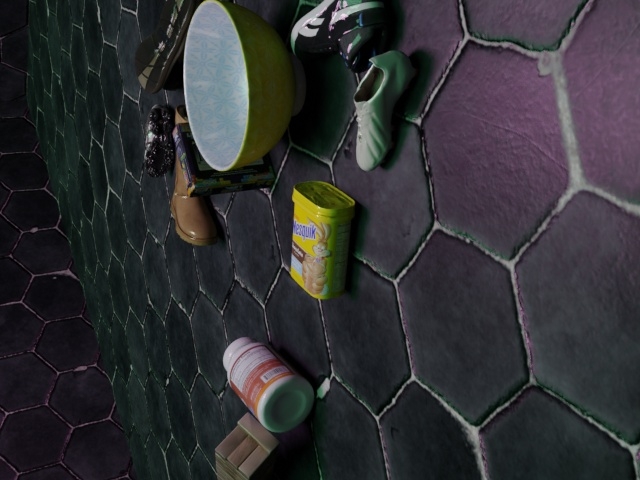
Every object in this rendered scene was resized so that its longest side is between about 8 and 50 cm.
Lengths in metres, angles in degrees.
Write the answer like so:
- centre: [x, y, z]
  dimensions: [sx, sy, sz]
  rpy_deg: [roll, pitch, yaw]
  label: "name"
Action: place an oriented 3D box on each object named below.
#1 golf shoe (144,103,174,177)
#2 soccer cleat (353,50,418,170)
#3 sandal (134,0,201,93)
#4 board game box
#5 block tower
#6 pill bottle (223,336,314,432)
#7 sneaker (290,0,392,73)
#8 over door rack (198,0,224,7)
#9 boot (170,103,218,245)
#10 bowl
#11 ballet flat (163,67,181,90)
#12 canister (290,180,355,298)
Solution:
- centre: [-0.430, -0.266, 1.936]
  dimensions: [0.094, 0.077, 0.198]
  rpy_deg: [-128, 46, -58]
  label: "golf shoe"
- centre: [0.075, -0.184, 1.046]
  dimensions: [0.068, 0.076, 0.196]
  rpy_deg: [56, 143, 37]
  label: "soccer cleat"
- centre: [-0.347, -0.461, 1.720]
  dimensions: [0.303, 0.086, 0.120]
  rpy_deg: [-45, 67, 36]
  label: "sandal"
- centre: [-0.190, -0.165, 1.425]
  dimensions: [0.048, 0.170, 0.141]
  rpy_deg: [-43, 59, 58]
  label: "board game box"
- centre: [-0.156, 0.471, 1.516]
  dimensions: [0.091, 0.097, 0.335]
  rpy_deg: [38, 150, 16]
  label: "block tower"
- centre: [-0.113, 0.281, 1.466]
  dimensions: [0.216, 0.121, 0.121]
  rpy_deg: [33, 126, 54]
  label: "pill bottle"
- centre: [0.026, -0.294, 1.098]
  dimensions: [0.217, 0.079, 0.121]
  rpy_deg: [-33, 68, 57]
  label: "sneaker"
- centre: [-0.206, -0.628, 1.409]
  dimensions: [0.324, 0.108, 0.239]
  rpy_deg: [120, 136, -67]
  label: "over door rack"
- centre: [-0.298, -0.152, 1.706]
  dimensions: [0.236, 0.089, 0.269]
  rpy_deg: [46, 135, 45]
  label: "boot"
- centre: [-0.119, -0.273, 1.283]
  dimensions: [0.289, 0.156, 0.289]
  rpy_deg: [26, 121, 56]
  label: "bowl"
- centre: [-0.394, -0.447, 1.829]
  dimensions: [0.173, 0.049, 0.057]
  rpy_deg: [64, 148, 27]
  label: "ballet flat"
- centre: [0.000, 0.000, 1.236]
  dimensions: [0.126, 0.073, 0.169]
  rpy_deg: [39, 132, 51]
  label: "canister"
